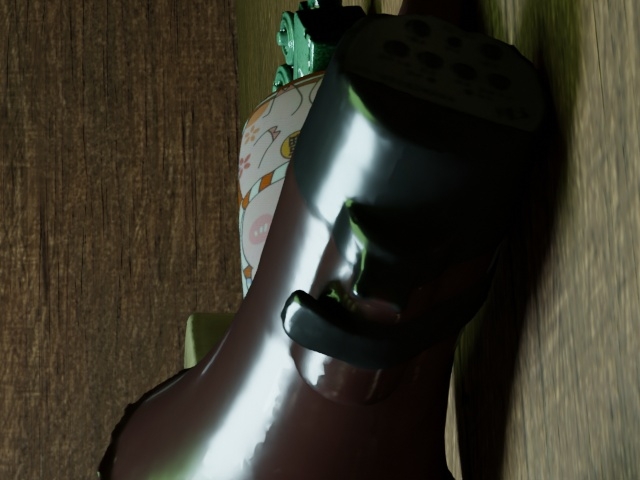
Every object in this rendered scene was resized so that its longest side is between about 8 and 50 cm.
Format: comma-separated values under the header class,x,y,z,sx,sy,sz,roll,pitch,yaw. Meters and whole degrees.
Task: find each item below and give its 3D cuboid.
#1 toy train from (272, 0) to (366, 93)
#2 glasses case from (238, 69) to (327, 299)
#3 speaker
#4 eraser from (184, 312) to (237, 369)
class,x,y,z,sx,sy,sz,roll,pitch,yaw
toy train,0.006,-0.099,1.446,0.111,0.071,0.170,-113,21,-57
glasses case,0.000,0.000,1.295,0.067,0.103,0.266,42,-148,-44
speaker,0.040,0.019,0.959,0.259,0.198,0.329,-37,-23,-46
eraser,-0.018,0.131,1.338,0.343,0.144,0.078,-113,24,-74
